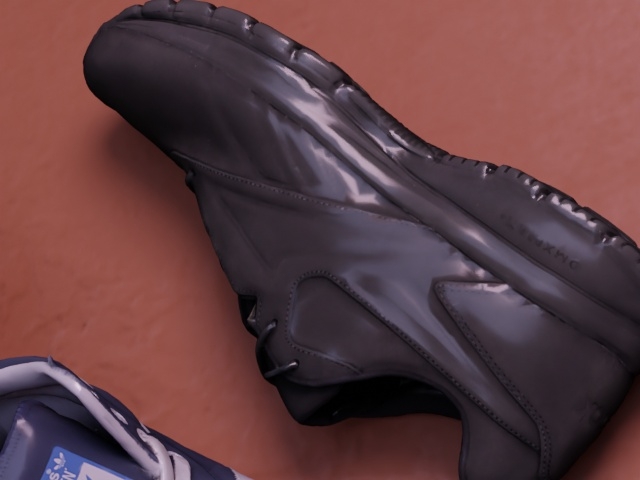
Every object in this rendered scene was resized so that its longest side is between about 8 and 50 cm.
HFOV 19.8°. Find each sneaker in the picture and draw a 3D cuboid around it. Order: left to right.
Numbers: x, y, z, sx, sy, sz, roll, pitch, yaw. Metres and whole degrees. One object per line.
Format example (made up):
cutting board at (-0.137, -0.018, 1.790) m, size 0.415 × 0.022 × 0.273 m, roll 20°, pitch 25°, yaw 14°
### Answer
sneaker at (-0.028, 0.121, 0.668) m, size 0.282 × 0.153 × 0.099 m, roll 15°, pitch 76°, yaw 23°
sneaker at (0.000, 0.000, 0.737) m, size 0.286 × 0.109 × 0.130 m, roll 33°, pitch 89°, yaw 28°
